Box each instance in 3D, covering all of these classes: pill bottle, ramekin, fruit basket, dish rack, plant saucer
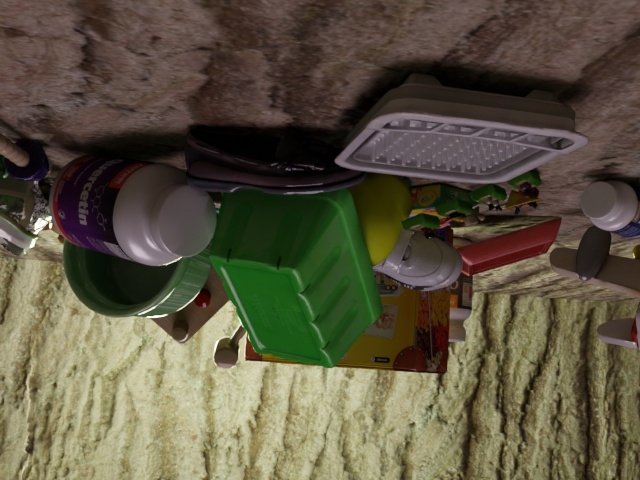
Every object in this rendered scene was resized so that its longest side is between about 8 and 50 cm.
[{"bbox_3d":[0.338,0.136,2.345,0.162,0.278,0.162,3,171,0],"label":"pill bottle"},{"bbox_3d":[-0.373,0.020,1.791,0.303,0.303,0.148,0,168,23],"label":"ramekin"},{"bbox_3d":[0.551,-0.059,1.568,0.094,0.094,0.169,-5,168,45],"label":"pill bottle"},{"bbox_3d":[0.000,0.000,1.561,0.283,0.392,0.392,8,174,24],"label":"fruit basket"},{"bbox_3d":[0.183,-0.152,1.199,0.285,0.072,0.333,5,171,-11],"label":"dish rack"},{"bbox_3d":[0.450,0.025,2.057,0.259,0.048,0.258,-16,168,7],"label":"plant saucer"},{"bbox_3d":[-0.337,-0.056,1.538,0.323,0.181,0.181,11,178,43],"label":"pill bottle"}]

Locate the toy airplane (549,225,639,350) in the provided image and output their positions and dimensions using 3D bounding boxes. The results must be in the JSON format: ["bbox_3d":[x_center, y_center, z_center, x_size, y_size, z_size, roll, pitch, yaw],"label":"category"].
[{"bbox_3d":[0.714,0.065,1.744,0.386,0.272,0.384,-9,-155,-5],"label":"toy airplane"}]

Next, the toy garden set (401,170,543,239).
[{"bbox_3d":[0.298,-0.053,1.580,0.244,0.049,0.204,-24,168,21],"label":"toy garden set"}]

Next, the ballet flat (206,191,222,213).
[{"bbox_3d":[-0.087,-0.080,1.666,0.348,0.123,0.123,14,167,-36],"label":"ballet flat"}]

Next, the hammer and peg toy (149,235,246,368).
[{"bbox_3d":[-0.283,0.108,1.983,0.361,0.266,0.127,43,-172,-15],"label":"hammer and peg toy"}]

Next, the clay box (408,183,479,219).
[{"bbox_3d":[0.206,-0.072,1.780,0.127,0.053,0.222,10,169,-39],"label":"clay box"}]

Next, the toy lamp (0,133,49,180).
[{"bbox_3d":[-0.538,-0.160,1.471,0.080,0.080,0.275,4,169,1],"label":"toy lamp"}]

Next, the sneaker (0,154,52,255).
[{"bbox_3d":[-0.620,-0.128,1.646,0.182,0.158,0.410,-37,159,-6],"label":"sneaker"}]

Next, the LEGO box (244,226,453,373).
[{"bbox_3d":[0.067,0.141,2.190,0.500,0.372,0.193,0,171,30],"label":"LEGO box"}]

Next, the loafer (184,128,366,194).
[{"bbox_3d":[-0.079,-0.134,1.375,0.302,0.095,0.109,0,-151,11],"label":"loafer"}]

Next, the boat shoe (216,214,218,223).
[{"bbox_3d":[-0.183,-0.050,1.950,0.120,0.122,0.324,34,164,-27],"label":"boat shoe"}]

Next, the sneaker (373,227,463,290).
[{"bbox_3d":[0.122,0.009,1.887,0.366,0.137,0.210,20,180,33],"label":"sneaker"}]

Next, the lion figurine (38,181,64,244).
[{"bbox_3d":[-0.533,-0.072,1.951,0.392,0.142,0.240,-9,165,-5],"label":"lion figurine"}]
